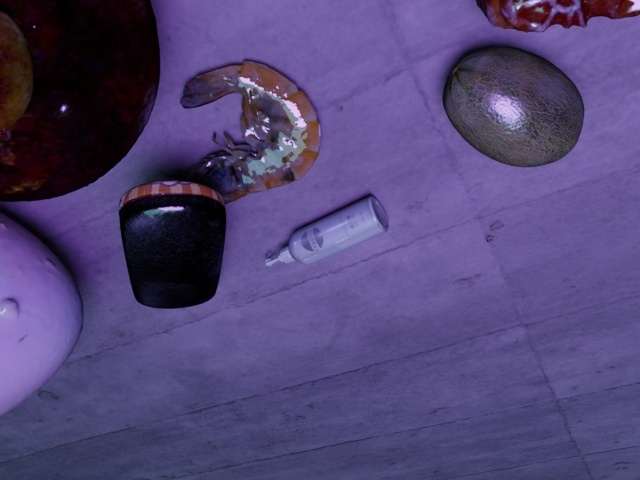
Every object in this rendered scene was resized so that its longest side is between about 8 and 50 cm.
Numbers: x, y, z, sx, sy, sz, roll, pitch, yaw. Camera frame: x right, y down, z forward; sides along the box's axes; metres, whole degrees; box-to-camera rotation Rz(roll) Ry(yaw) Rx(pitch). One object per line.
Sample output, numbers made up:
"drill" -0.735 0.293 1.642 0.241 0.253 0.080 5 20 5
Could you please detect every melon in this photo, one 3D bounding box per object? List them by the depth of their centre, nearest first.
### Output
"melon" 0.212 -0.140 0.555 0.168 0.114 0.114 23 129 -16

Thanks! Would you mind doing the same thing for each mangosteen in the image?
"mangosteen" -0.283 -0.172 0.450 0.297 0.293 0.296 -18 122 -33

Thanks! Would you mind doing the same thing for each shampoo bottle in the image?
"shampoo bottle" 0.000 0.000 0.730 0.195 0.056 0.056 -25 125 23

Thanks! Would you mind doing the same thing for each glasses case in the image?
"glasses case" -0.198 0.020 0.694 0.122 0.082 0.321 0 153 -15

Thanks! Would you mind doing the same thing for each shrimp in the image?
"shrimp" -0.144 -0.115 0.648 0.296 0.058 0.169 -20 117 18

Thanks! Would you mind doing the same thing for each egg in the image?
"egg" -0.504 0.097 0.682 0.340 0.354 0.354 1 134 -23

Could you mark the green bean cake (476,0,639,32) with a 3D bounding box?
"green bean cake" 0.248 -0.273 0.446 0.233 0.097 0.198 -17 128 17
